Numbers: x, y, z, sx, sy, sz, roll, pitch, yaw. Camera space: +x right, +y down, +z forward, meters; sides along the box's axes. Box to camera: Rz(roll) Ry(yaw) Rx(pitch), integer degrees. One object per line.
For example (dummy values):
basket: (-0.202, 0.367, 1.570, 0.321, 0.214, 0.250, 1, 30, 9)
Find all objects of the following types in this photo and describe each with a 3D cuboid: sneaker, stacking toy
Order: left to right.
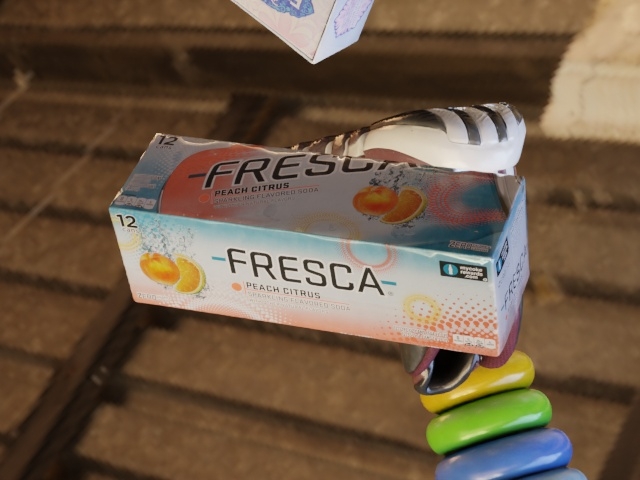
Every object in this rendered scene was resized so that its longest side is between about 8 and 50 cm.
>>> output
sneaker: (0.042, 0.014, 1.020, 0.106, 0.162, 0.281, -8, 179, -18)
stacking toy: (0.141, 0.141, 1.374, 0.141, 0.141, 0.330, -19, -102, 22)

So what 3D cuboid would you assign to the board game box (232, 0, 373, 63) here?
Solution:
board game box: (-0.056, -0.349, 1.232, 0.319, 0.318, 0.066, 39, -138, 18)

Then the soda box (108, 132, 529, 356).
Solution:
soda box: (0.000, 0.000, 0.759, 0.183, 0.063, 0.058, 8, -137, 18)
